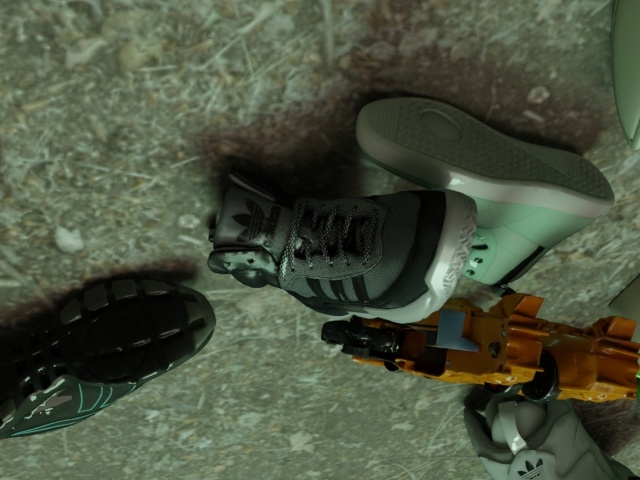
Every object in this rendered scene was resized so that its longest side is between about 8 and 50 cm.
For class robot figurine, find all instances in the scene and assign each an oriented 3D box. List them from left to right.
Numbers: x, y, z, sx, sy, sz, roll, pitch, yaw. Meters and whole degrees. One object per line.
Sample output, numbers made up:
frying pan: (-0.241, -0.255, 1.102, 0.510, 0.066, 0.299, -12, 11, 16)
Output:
robot figurine: (0.131, 0.089, 0.907, 0.211, 0.085, 0.291, 14, 174, -29)

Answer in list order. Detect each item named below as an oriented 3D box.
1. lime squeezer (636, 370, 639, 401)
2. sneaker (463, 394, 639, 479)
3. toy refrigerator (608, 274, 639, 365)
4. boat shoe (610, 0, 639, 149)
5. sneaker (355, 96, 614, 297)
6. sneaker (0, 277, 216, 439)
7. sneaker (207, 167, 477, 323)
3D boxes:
lime squeezer: (0.373, 0.183, 1.170, 0.059, 0.110, 0.310, 8, 160, 40)
sneaker: (0.285, 0.258, 1.198, 0.137, 0.210, 0.366, -30, 171, 15)
toy refrigerator: (0.458, 0.100, 1.106, 0.269, 0.094, 0.102, 15, 130, -29)
boat shoe: (0.272, -0.192, 0.721, 0.091, 0.109, 0.305, -8, 134, -3)
sneaker: (0.113, -0.025, 0.863, 0.256, 0.094, 0.151, 15, 133, -29)
sneaker: (-0.219, 0.111, 0.924, 0.267, 0.101, 0.106, -20, 160, 3)
sneaker: (0.000, 0.000, 0.786, 0.153, 0.101, 0.268, 19, 165, -21)
